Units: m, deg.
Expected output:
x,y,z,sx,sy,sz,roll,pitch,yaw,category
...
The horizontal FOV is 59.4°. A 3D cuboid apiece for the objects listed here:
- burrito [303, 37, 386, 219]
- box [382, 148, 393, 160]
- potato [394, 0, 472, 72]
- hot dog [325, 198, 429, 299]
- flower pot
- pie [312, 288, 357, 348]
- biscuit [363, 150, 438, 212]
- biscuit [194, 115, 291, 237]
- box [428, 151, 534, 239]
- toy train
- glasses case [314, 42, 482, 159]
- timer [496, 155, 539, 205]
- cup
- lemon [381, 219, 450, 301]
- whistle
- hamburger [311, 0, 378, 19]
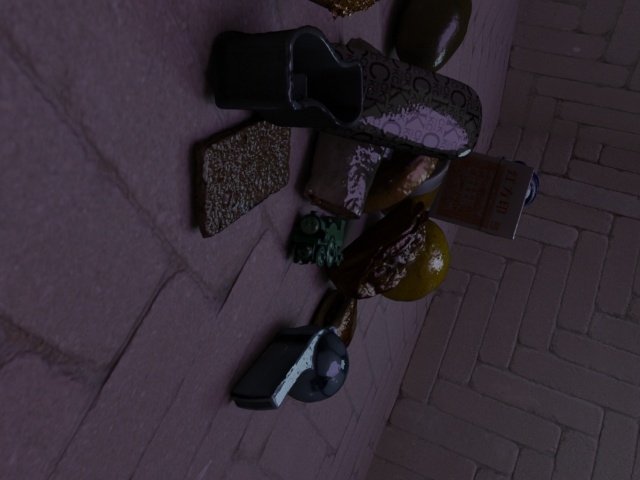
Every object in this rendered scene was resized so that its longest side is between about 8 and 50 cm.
x,y,z,sx,sy,sz,roll,pitch,yaw,category
0.064,-0.191,1.009,0.143,0.105,0.299,18,89,-42,burrito
0.113,-0.249,1.110,0.035,0.115,0.178,21,86,-43,box
0.244,-0.466,1.220,0.174,0.159,0.251,39,77,-44,potato
0.146,0.023,1.265,0.272,0.122,0.196,-34,153,-12,hot dog
-0.031,-0.202,0.719,0.229,0.108,0.103,-6,101,-66,flower pot
0.037,0.214,1.341,0.179,0.084,0.205,78,31,-55,pie
0.142,-0.161,1.159,0.274,0.213,0.091,-54,130,-26,biscuit
-0.101,-0.101,0.772,0.231,0.025,0.131,-43,143,-55,biscuit
0.373,-0.147,1.533,0.051,0.365,0.205,-48,153,-84,box
0.000,0.000,1.077,0.178,0.071,0.105,9,90,-72,toy train
0.125,-0.221,0.930,0.354,0.085,0.137,7,92,-28,glasses case
0.442,-0.195,1.649,0.270,0.383,0.270,-53,152,-44,timer
0.206,-0.183,1.372,0.226,0.185,0.241,83,-1,-60,cup
0.233,0.049,1.518,0.236,0.235,0.263,-63,147,-26,lemon
-0.035,0.257,1.079,0.290,0.163,0.164,-47,149,-49,whistle
0.035,-0.414,0.642,0.276,0.179,0.294,55,54,-67,hamburger
